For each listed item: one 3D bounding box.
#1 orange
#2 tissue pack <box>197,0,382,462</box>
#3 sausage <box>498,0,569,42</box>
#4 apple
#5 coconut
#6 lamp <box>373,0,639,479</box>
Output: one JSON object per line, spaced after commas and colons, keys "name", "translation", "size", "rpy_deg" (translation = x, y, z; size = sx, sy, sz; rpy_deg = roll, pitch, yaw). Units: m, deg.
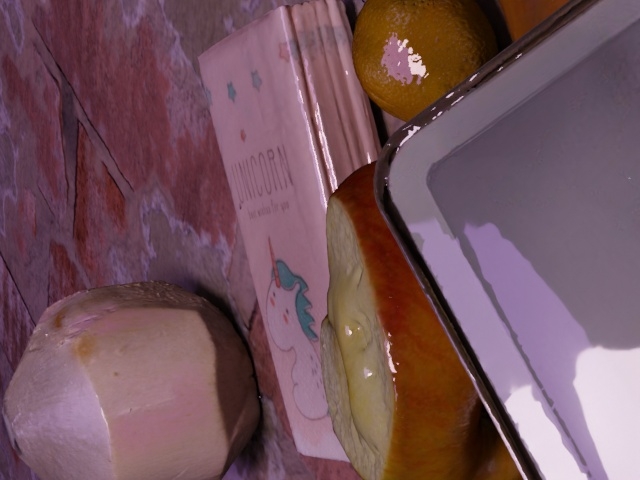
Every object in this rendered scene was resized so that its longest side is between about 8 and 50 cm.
{"name": "orange", "translation": [0.063, -0.110, 0.801], "size": [0.095, 0.085, 0.085], "rpy_deg": [42, 140, 32]}
{"name": "tissue pack", "translation": [0.000, 0.000, 1.000], "size": [0.170, 0.071, 0.325], "rpy_deg": [-15, 89, 66]}
{"name": "sausage", "translation": [0.145, -0.093, 0.627], "size": [0.328, 0.112, 0.112], "rpy_deg": [69, 154, 18]}
{"name": "apple", "translation": [0.069, 0.050, 0.783], "size": [0.173, 0.160, 0.195], "rpy_deg": [42, 137, 43]}
{"name": "coconut", "translation": [-0.184, 0.151, 1.279], "size": [0.241, 0.241, 0.241], "rpy_deg": [40, 137, 50]}
{"name": "lamp", "translation": [0.176, 0.006, 0.506], "size": [0.266, 0.047, 0.269], "rpy_deg": [-35, 67, 21]}
